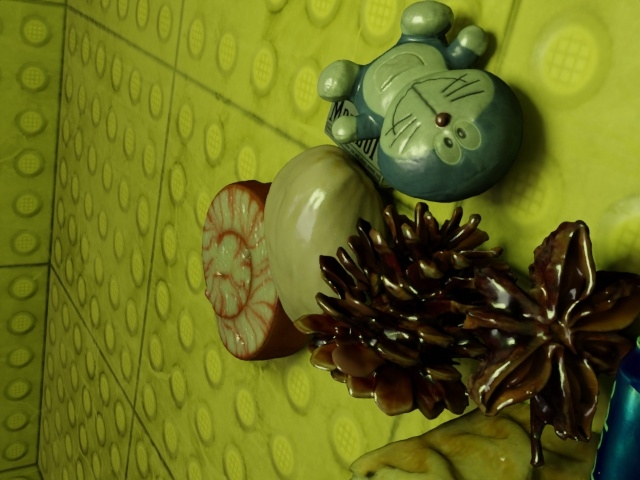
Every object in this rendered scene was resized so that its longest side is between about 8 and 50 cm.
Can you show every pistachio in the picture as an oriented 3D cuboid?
[{"bbox_3d":[0.000,0.000,1.060,0.197,0.166,0.288,11,105,13],"label":"pistachio"}]

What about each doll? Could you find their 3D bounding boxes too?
[{"bbox_3d":[0.132,-0.158,0.870,0.228,0.154,0.258,-33,44,8],"label":"doll"}]

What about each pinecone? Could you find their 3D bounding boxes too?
[{"bbox_3d":[0.112,0.072,0.856,0.264,0.264,0.264,7,98,55],"label":"pinecone"}]

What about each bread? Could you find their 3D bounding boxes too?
[{"bbox_3d":[-0.110,0.050,1.286,0.295,0.114,0.327,-41,58,50],"label":"bread"},{"bbox_3d":[0.166,0.304,0.799,0.196,0.252,0.238,53,138,33],"label":"bread"}]

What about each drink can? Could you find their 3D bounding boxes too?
[{"bbox_3d":[0.325,0.195,0.661,0.118,0.118,0.205,25,113,52],"label":"drink can"}]

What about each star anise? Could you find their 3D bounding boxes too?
[{"bbox_3d":[0.231,0.091,0.726,0.220,0.190,0.126,-44,20,-5],"label":"star anise"}]

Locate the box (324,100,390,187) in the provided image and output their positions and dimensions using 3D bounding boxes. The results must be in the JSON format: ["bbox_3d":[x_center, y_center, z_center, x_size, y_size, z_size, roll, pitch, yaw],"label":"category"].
[{"bbox_3d":[0.073,-0.174,1.070,0.177,0.036,0.115,50,132,41],"label":"box"}]
